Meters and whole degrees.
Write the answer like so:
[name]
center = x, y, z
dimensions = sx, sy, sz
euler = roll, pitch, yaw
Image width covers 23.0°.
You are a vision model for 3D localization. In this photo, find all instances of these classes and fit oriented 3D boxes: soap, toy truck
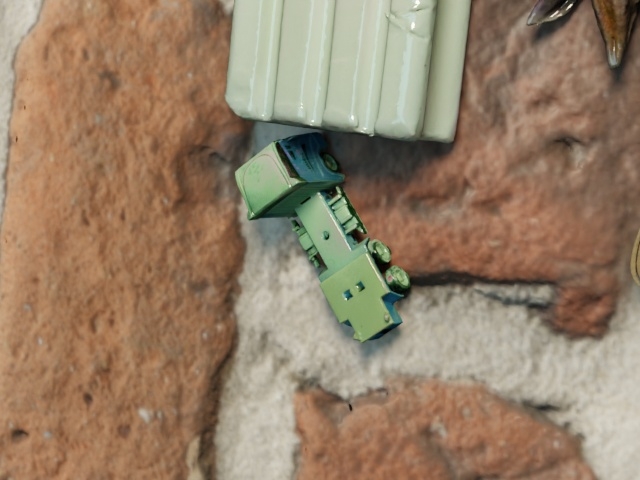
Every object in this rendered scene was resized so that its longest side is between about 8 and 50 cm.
[soap]
center = 0.029, -0.225, 1.205
dimensions = 0.173, 0.095, 0.289
euler = 9, 98, 29
[toy truck]
center = 0.000, 0.000, 1.245
dimensions = 0.067, 0.081, 0.175
euler = -36, 76, 28

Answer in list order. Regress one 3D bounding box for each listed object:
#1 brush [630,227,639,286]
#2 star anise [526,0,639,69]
[brush]
center = 0.277, -0.110, 1.070
dimensions = 0.070, 0.065, 0.327
euler = 12, 109, -1
[star anise]
center = 0.214, -0.215, 1.122
dimensions = 0.205, 0.061, 0.180
euler = -31, 86, 29
